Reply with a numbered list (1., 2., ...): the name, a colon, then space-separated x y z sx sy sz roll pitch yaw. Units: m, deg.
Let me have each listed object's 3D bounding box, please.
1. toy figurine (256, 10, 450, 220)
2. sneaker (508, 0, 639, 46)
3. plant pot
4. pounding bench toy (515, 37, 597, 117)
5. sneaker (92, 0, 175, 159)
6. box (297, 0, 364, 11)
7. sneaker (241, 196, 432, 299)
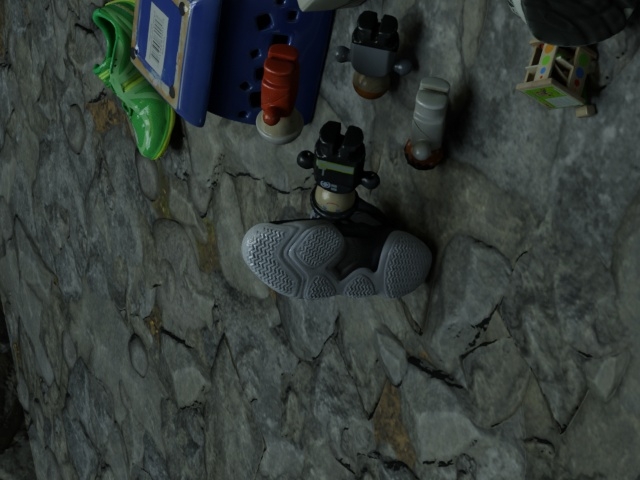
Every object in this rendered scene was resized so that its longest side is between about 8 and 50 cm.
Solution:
1. toy figurine: 0.042 -0.150 1.461 0.213 0.209 0.148 52 157 28
2. sneaker: 0.208 -0.394 1.184 0.182 0.158 0.410 -156 64 -75
3. plant pot: -0.138 -0.300 1.706 0.236 0.212 0.236 47 137 41
4. pounding bench toy: 0.256 -0.171 1.248 0.052 0.083 0.065 -1 67 57
5. sneaker: -0.340 -0.281 2.138 0.109 0.123 0.295 -21 82 59
6. box: 0.061 -0.382 1.461 0.275 0.094 0.113 -25 78 59
7. sneaker: 0.000 0.000 1.526 0.153 0.269 0.101 47 122 50
